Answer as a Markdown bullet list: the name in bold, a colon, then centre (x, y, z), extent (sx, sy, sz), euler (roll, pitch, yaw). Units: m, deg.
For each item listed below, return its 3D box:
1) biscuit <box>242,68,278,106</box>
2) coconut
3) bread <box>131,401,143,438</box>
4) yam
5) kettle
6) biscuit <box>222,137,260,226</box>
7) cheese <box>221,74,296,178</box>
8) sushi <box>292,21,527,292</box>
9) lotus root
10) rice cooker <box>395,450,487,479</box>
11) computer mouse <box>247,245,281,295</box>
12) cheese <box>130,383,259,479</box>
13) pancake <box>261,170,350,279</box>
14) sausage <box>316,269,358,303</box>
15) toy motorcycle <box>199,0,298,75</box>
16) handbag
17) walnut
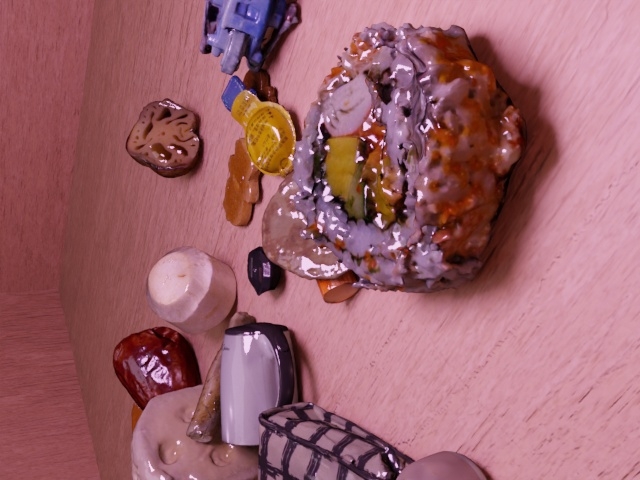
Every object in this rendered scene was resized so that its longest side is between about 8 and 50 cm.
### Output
- **biscuit**: centre (-0.133, -0.305, 1.480), extent (0.175, 0.026, 0.124), euler (58, 140, 40)
- **coconut**: centre (-0.311, 0.126, 1.655), extent (0.202, 0.222, 0.202), euler (-9, 67, 21)
- **bread**: centre (-0.477, 0.650, 1.978), extent (0.236, 0.183, 0.389), euler (-38, 60, 57)
- **yam**: centre (-0.212, 0.293, 1.476), extent (0.071, 0.067, 0.317), euler (100, -175, -50)
- **kettle**: centre (-0.113, 0.285, 1.364), extent (0.221, 0.161, 0.237), euler (-11, 80, 62)
- **biscuit**: centre (-0.181, -0.125, 1.567), extent (0.166, 0.036, 0.226), euler (55, 139, 43)
- **cheese**: centre (-0.125, -0.238, 1.394), extent (0.250, 0.064, 0.156), euler (53, 130, 16)
- **sushi**: centre (0.101, -0.110, 0.957), extent (0.417, 0.175, 0.418), euler (7, 98, 59)
- **lotus root**: centre (-0.410, -0.257, 1.853), extent (0.188, 0.199, 0.180), euler (-60, -9, -15)
- **rice cooker**: centre (0.165, 0.400, 0.941), extent (0.145, 0.127, 0.206), euler (22, 102, 57)
- **computer mouse**: centre (-0.120, 0.062, 1.464), extent (0.172, 0.057, 0.099), euler (-155, 64, -69)
- **cheese**: centre (-0.245, 0.456, 1.454), extent (0.318, 0.326, 0.115), euler (-68, -4, -58)
- **pancake**: centre (-0.003, -0.034, 1.186), extent (0.236, 0.042, 0.223), euler (-17, 71, 26)
- **sausage**: centre (0.000, 0.000, 1.239), extent (0.071, 0.071, 0.234), euler (-55, 46, 45)
- **toy motorcycle**: centre (-0.154, -0.501, 1.346), extent (0.241, 0.182, 0.319), euler (59, 134, 37)
- **handbag**: centre (0.029, 0.475, 1.144), extent (0.327, 0.162, 0.325), euler (8, 101, 53)
- **walnut**: centre (-0.458, 0.382, 1.923), extent (0.269, 0.221, 0.244), euler (62, 173, 23)
